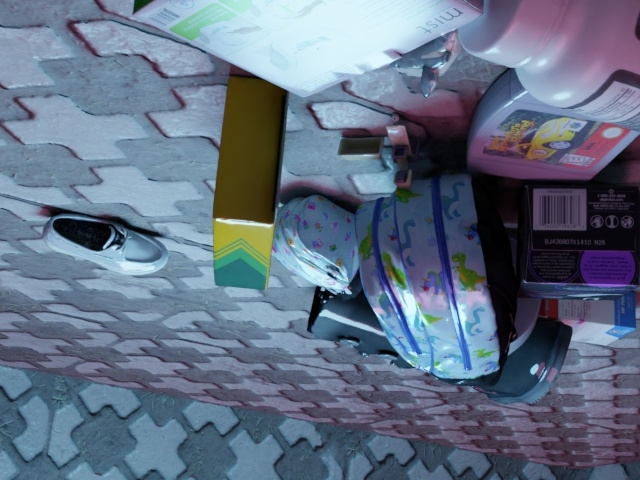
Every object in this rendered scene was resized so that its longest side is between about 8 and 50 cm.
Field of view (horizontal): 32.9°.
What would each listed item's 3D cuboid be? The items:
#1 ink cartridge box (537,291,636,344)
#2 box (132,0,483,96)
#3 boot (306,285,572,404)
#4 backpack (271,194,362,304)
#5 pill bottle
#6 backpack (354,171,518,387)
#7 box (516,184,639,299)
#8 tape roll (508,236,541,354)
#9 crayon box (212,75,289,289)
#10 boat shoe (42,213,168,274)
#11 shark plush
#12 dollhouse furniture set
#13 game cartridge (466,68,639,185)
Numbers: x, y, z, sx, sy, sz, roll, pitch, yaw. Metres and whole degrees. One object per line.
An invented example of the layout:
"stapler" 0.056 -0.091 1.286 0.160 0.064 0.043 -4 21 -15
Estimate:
"ink cartridge box" 0.477 0.140 2.110 0.231 0.078 0.134 8 159 -10
"box" -0.011 -0.265 1.050 0.231 0.126 0.262 20 155 -37
"boot" 0.208 0.171 2.067 0.445 0.146 0.367 23 156 -3
"backpack" 0.000 0.000 1.772 0.182 0.152 0.115 31 144 -27
"pill bottle" 0.304 -0.204 1.076 0.318 0.176 0.176 13 158 -22
"backpack" 0.181 0.045 1.599 0.273 0.290 0.355 0 162 -2
"box" 0.378 0.009 1.616 0.165 0.143 0.270 2 172 8
"tape roll" 0.260 0.092 1.826 0.219 0.219 0.072 1 160 9
"crayon box" -0.095 -0.079 1.460 0.083 0.203 0.323 6 159 -4
"boat shoe" -0.378 0.005 1.926 0.227 0.079 0.081 14 162 -16
"shark plush" 0.127 -0.226 1.236 0.067 0.073 0.161 36 162 1
"dollhouse furniture set" 0.070 -0.128 1.490 0.114 0.091 0.081 0 144 19
"game cartridge" 0.300 -0.151 1.404 0.196 0.060 0.294 11 159 -6
